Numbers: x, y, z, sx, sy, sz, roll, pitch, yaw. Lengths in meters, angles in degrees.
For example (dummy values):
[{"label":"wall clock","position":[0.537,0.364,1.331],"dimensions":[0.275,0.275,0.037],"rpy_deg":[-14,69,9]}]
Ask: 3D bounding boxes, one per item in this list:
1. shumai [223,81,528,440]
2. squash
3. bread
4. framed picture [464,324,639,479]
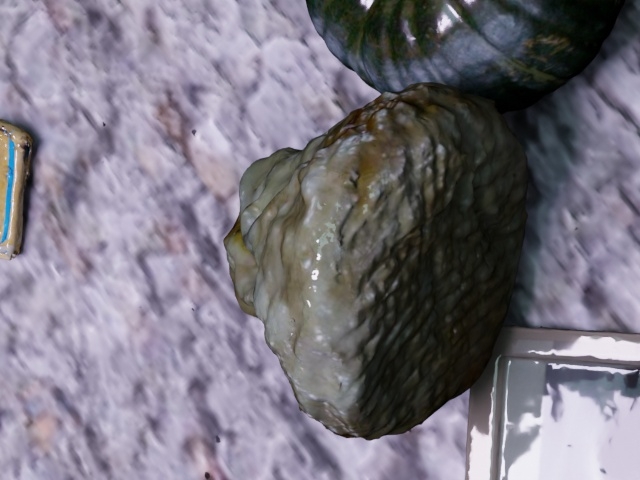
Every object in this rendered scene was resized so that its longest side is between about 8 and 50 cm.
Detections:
[{"label":"shumai","position":[0.000,0.000,1.124],"dimensions":[0.203,0.272,0.222],"rpy_deg":[20,75,23]},{"label":"squash","position":[0.090,-0.181,1.158],"dimensions":[0.218,0.172,0.218],"rpy_deg":[15,116,34]},{"label":"bread","position":[-0.256,-0.041,1.355],"dimensions":[0.072,0.053,0.106],"rpy_deg":[6,92,-1]},{"label":"framed picture","position":[0.237,0.282,1.141],"dimensions":[0.326,0.028,0.446],"rpy_deg":[2,85,22]}]
